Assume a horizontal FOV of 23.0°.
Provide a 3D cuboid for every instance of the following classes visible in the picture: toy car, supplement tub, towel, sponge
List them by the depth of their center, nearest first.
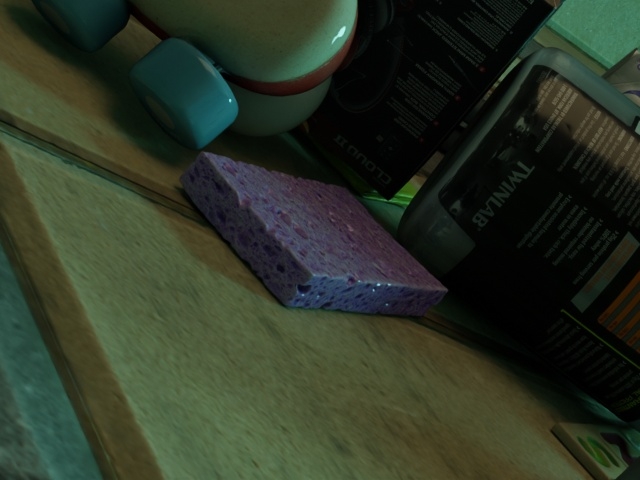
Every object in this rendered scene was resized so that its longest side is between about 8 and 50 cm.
[{"bbox_3d":[0.000,0.000,1.074,0.117,0.031,0.210,47,17,23],"label":"sponge"},{"bbox_3d":[-0.064,-0.160,1.159,0.210,0.219,0.238,42,-15,16],"label":"toy car"},{"bbox_3d":[0.246,0.020,1.241,0.338,0.207,0.207,37,16,-2],"label":"supplement tub"},{"bbox_3d":[-0.009,-0.113,1.390,0.237,0.021,0.102,49,23,26],"label":"towel"}]

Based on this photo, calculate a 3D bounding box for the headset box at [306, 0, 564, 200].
[{"bbox_3d":[0.050,-0.187,1.249,0.218,0.293,0.110,41,48,2],"label":"headset box"}]

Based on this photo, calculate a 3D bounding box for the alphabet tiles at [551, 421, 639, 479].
[{"bbox_3d":[0.312,0.242,1.173,0.285,0.011,0.342,48,17,27],"label":"alphabet tiles"}]

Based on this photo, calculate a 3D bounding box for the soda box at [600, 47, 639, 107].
[{"bbox_3d":[0.272,-0.050,1.466,0.098,0.091,0.286,46,-19,18],"label":"soda box"}]

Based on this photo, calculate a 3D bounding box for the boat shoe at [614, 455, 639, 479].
[{"bbox_3d":[0.223,0.192,1.005,0.083,0.065,0.183,45,28,2],"label":"boat shoe"}]

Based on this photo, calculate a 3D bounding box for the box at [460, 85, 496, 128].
[{"bbox_3d":[0.245,-0.134,1.947,0.063,0.067,0.324,49,19,28],"label":"box"}]

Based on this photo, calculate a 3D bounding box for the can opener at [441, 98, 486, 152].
[{"bbox_3d":[0.200,-0.092,1.709,0.283,0.076,0.095,29,19,-32],"label":"can opener"}]
